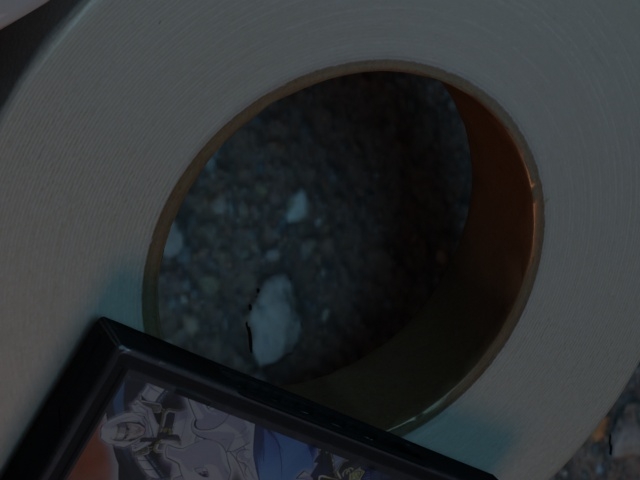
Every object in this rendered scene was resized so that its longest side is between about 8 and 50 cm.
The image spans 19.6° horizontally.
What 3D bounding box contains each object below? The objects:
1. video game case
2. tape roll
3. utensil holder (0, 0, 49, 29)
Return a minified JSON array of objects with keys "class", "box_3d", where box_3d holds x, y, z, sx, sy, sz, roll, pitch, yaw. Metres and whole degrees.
[{"class":"video game case","box_3d":[-0.069,0.197,0.897,0.248,0.035,0.275,25,102,-32]},{"class":"tape roll","box_3d":[0.000,0.000,0.898,0.392,0.072,0.392,-11,118,-22]},{"class":"utensil holder","box_3d":[-0.226,-0.278,0.606,0.327,0.328,0.385,-42,137,-27]}]
